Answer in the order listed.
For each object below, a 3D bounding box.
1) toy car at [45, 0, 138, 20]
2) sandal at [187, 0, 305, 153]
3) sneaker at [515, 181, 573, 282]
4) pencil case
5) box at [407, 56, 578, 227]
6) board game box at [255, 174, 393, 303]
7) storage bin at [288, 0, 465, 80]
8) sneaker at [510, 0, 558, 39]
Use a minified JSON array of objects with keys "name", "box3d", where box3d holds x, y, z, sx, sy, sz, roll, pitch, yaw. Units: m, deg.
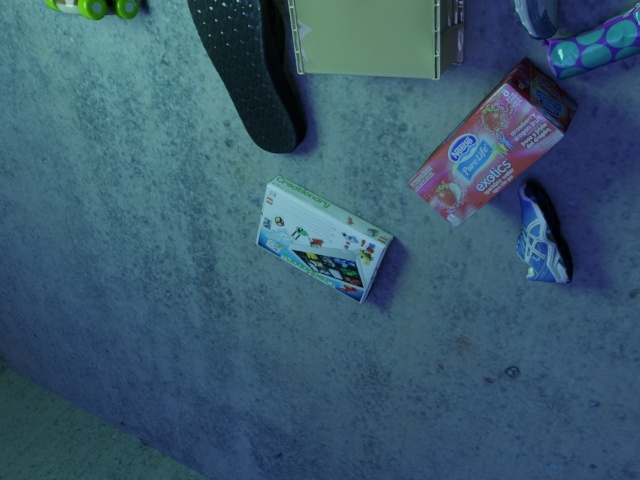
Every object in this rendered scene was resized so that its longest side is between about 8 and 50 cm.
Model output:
[{"name":"toy car","box3d":[-0.474,-0.561,1.158,0.155,0.149,0.189,24,122,31]},{"name":"sandal","box3d":[-0.133,-0.375,1.099,0.167,0.107,0.446,11,140,26]},{"name":"sneaker","box3d":[0.389,-0.006,1.021,0.081,0.080,0.211,-11,114,35]},{"name":"pencil case","box3d":[0.405,-0.286,0.812,0.151,0.065,0.070,-16,128,40]},{"name":"box","box3d":[0.282,-0.157,0.947,0.122,0.128,0.257,42,136,0]},{"name":"board game box","box3d":[0.000,0.000,1.306,0.305,0.053,0.193,29,133,13]},{"name":"storage bin","box3d":[0.086,-0.400,0.904,0.262,0.123,0.261,12,127,27]},{"name":"sneaker","box3d":[0.313,-0.413,0.752,0.122,0.110,0.283,2,123,29]}]
